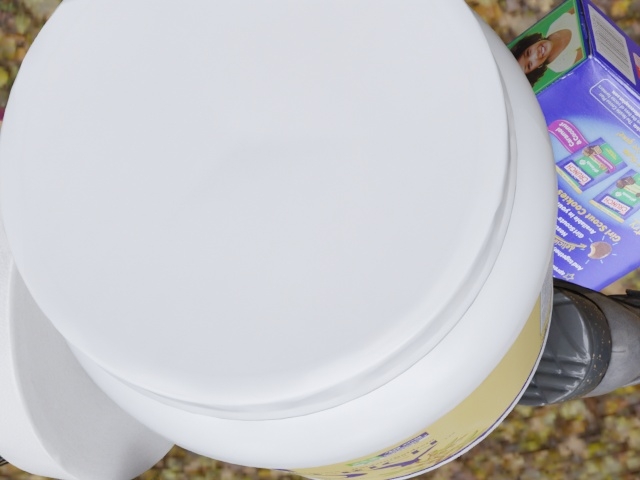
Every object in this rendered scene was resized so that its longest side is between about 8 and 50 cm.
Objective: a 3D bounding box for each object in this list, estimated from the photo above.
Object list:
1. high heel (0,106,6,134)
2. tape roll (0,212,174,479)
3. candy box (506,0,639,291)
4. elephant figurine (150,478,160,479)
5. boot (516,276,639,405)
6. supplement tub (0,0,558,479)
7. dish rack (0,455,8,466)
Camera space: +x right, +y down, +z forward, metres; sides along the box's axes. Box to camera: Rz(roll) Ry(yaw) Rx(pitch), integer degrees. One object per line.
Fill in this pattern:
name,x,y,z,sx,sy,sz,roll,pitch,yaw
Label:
high heel,-0.375,-0.095,1.375,0.377,0.127,0.181,10,-176,28
tape roll,-0.208,0.042,1.158,0.072,0.392,0.392,3,140,24
candy box,0.244,-0.067,1.271,0.268,0.122,0.317,35,126,-27
elephant figurine,-0.052,0.306,0.838,0.186,0.169,0.240,0,93,1
boot,0.152,0.073,0.956,0.222,0.338,0.118,2,97,-40
supplement tub,0.000,0.000,0.607,0.241,0.241,0.331,-13,165,8
dish rack,-0.324,0.206,1.347,0.208,0.074,0.271,-31,175,19
